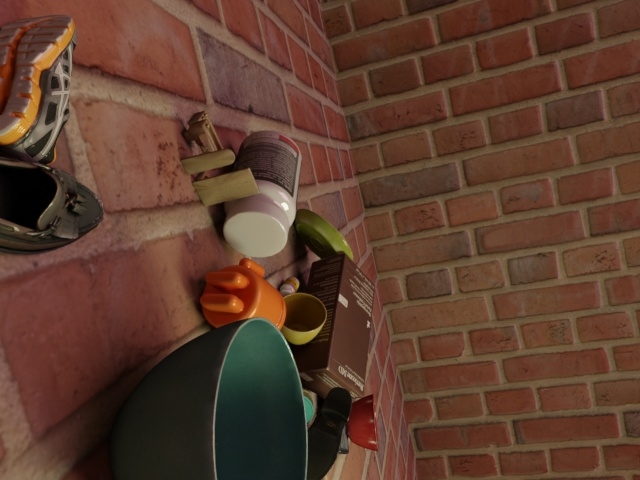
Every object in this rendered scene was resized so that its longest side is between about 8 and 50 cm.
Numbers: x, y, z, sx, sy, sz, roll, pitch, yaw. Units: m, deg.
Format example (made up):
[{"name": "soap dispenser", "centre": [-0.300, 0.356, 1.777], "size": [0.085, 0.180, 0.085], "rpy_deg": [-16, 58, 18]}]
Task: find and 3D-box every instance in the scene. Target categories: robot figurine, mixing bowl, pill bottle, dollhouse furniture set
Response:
[{"name": "robot figurine", "centre": [-0.146, 0.129, 0.885], "size": [0.158, 0.128, 0.219], "rpy_deg": [55, 2, 31]}, {"name": "mixing bowl", "centre": [0.137, 0.607, 1.514], "size": [0.181, 0.098, 0.182], "rpy_deg": [-5, 90, -83]}, {"name": "pill bottle", "centre": [-0.131, -0.111, 1.042], "size": [0.284, 0.161, 0.161], "rpy_deg": [-86, 159, -44]}, {"name": "pill bottle", "centre": [-0.088, 0.135, 1.259], "size": [0.083, 0.043, 0.044], "rpy_deg": [-59, 136, -69]}, {"name": "dollhouse furniture set", "centre": [-0.193, -0.182, 0.930], "size": [0.151, 0.123, 0.144], "rpy_deg": [-82, 156, -52]}]

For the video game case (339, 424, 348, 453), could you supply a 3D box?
[{"name": "video game case", "centre": [0.057, 0.534, 1.461], "size": [0.248, 0.035, 0.275], "rpy_deg": [71, 14, -63]}]

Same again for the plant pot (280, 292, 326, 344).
[{"name": "plant pot", "centre": [-0.055, 0.219, 1.197], "size": [0.134, 0.134, 0.095], "rpy_deg": [-82, 180, -51]}]

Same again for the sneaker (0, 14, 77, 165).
[{"name": "sneaker", "centre": [-0.329, -0.180, 0.528], "size": [0.083, 0.084, 0.215], "rpy_deg": [81, 9, -60]}]

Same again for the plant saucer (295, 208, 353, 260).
[{"name": "plant saucer", "centre": [0.000, 0.000, 1.452], "size": [0.037, 0.240, 0.241], "rpy_deg": [-45, 137, -20]}]

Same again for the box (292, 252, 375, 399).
[{"name": "box", "centre": [0.045, 0.247, 1.333], "size": [0.191, 0.143, 0.382], "rpy_deg": [46, 41, -36]}]

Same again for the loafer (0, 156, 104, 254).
[{"name": "loafer", "centre": [-0.309, -0.039, 0.461], "size": [0.267, 0.084, 0.096], "rpy_deg": [6, 74, -75]}]

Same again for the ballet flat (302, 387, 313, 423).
[{"name": "ballet flat", "centre": [-0.104, 0.326, 0.957], "size": [0.349, 0.123, 0.123], "rpy_deg": [57, 26, -59]}]

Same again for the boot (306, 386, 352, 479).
[{"name": "boot", "centre": [-0.003, 0.501, 1.136], "size": [0.263, 0.091, 0.229], "rpy_deg": [-54, 169, -35]}]

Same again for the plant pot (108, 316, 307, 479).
[{"name": "plant pot", "centre": [-0.155, 0.262, 0.608], "size": [0.290, 0.195, 0.291], "rpy_deg": [-11, 90, -75]}]
